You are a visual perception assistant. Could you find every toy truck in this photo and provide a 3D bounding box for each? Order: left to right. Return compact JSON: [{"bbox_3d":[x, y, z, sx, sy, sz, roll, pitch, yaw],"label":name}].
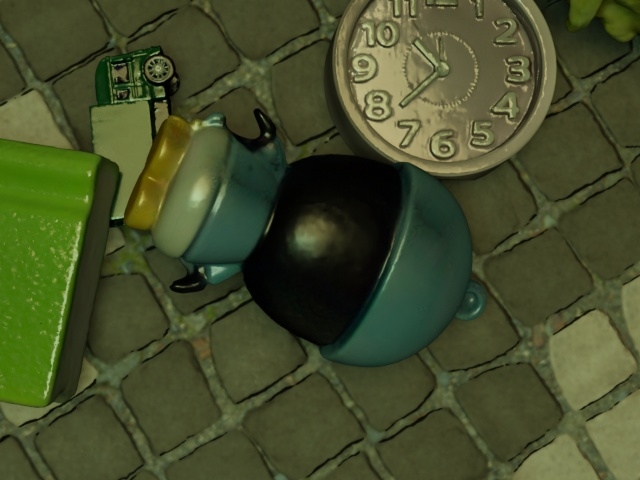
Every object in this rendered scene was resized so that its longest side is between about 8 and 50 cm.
[{"bbox_3d":[-0.154,-0.089,1.078,0.079,0.065,0.147,-5,86,-3],"label":"toy truck"}]

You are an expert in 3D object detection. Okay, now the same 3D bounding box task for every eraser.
[{"bbox_3d":[-0.318,0.012,1.011,0.274,0.092,0.210,11,87,6],"label":"eraser"}]

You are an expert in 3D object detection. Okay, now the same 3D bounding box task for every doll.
[{"bbox_3d":[0.000,0.000,1.036,0.314,0.141,0.177,23,98,-15],"label":"doll"}]

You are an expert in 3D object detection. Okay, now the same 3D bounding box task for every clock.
[{"bbox_3d":[0.104,-0.148,1.110,0.197,0.068,0.196,1,83,-6],"label":"clock"}]

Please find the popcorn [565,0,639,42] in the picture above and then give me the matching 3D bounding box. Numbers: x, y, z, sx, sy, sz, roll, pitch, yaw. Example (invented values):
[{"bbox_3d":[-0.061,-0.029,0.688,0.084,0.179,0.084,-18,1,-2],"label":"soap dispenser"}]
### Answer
[{"bbox_3d":[0.279,-0.295,1.083,0.255,0.195,0.256,-32,104,-14],"label":"popcorn"}]
